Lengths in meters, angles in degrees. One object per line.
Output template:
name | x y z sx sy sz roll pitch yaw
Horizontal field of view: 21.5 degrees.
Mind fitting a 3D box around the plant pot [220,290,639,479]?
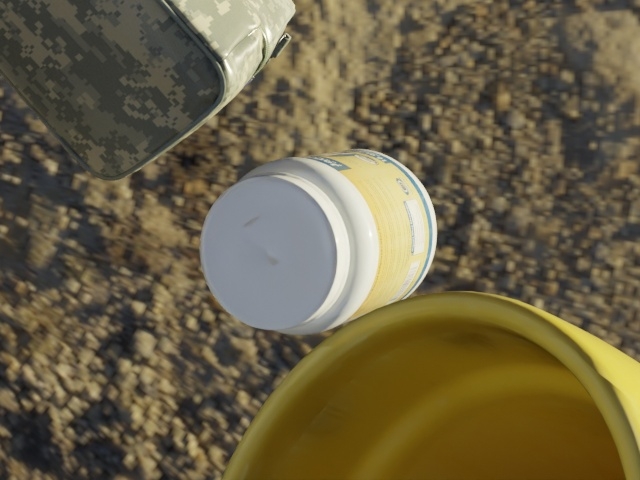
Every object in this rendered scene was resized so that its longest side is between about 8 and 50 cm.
plant pot | 0.108 0.178 0.771 0.239 0.254 0.254 28 85 -41

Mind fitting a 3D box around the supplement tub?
supplement tub | 0.000 0.000 1.401 0.199 0.144 0.144 -14 105 -65

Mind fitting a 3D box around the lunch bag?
lunch bag | -0.176 -0.242 1.558 0.305 0.212 0.256 48 38 -10
